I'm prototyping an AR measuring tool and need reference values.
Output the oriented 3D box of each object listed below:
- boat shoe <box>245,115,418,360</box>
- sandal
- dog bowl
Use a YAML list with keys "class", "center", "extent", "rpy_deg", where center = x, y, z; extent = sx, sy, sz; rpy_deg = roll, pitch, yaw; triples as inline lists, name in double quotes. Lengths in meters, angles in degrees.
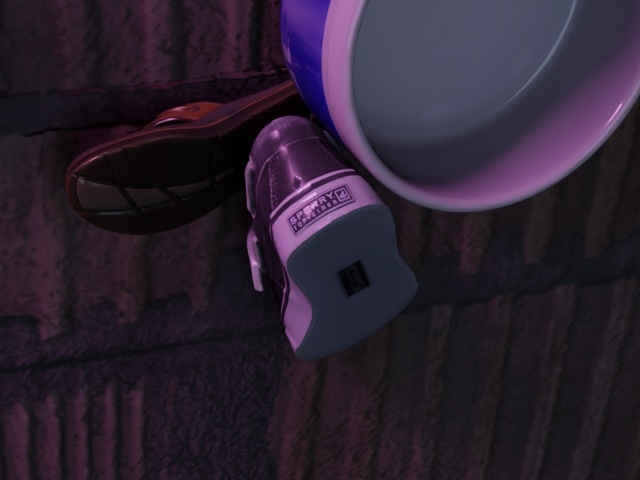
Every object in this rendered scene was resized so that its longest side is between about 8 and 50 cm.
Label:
- class: "boat shoe"
  center: [-0.004, 0.002, 1.112]
  extent: [0.113, 0.105, 0.306]
  rpy_deg: [-29, 159, -1]
- class: "sandal"
  center: [-0.088, -0.072, 1.079]
  extent: [0.219, 0.060, 0.090]
  rpy_deg: [-27, 136, -21]
- class: "dog bowl"
  center: [0.109, -0.159, 1.041]
  extent: [0.265, 0.104, 0.264]
  rpy_deg: [-15, 125, -22]
